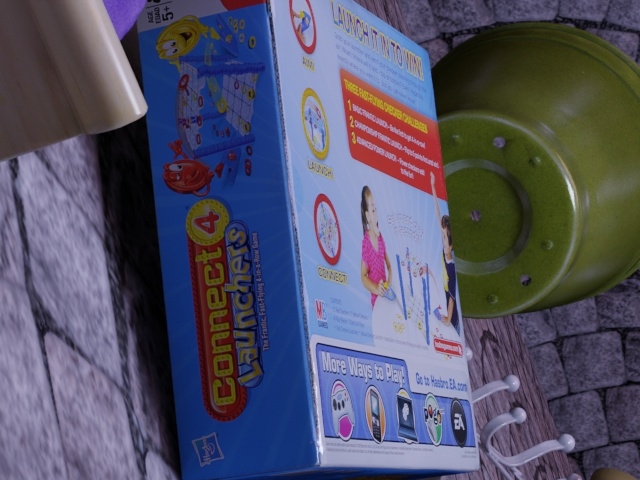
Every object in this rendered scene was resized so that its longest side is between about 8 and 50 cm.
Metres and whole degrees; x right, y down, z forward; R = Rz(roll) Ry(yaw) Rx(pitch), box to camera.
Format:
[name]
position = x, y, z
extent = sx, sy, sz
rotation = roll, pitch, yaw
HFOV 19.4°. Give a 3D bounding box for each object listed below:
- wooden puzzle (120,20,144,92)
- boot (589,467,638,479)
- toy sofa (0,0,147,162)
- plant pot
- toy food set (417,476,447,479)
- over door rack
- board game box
[wooden puzzle]
position = -0.045, -0.126, 1.296
extent = 0.238, 0.044, 0.221
rotation = -67, 142, -48
[boot]
position = 0.257, 0.397, 1.911
extent = 0.269, 0.089, 0.236
rotation = -53, 137, -37
[toy sofa]
position = -0.108, -0.157, 0.852
extent = 0.362, 0.177, 0.150
rotation = -81, 152, -71
[plant pot]
position = 0.224, -0.060, 2.220
extent = 0.366, 0.367, 0.353
rotation = 71, 20, -6
[toy food set]
position = 0.139, 0.350, 1.597
extent = 0.220, 0.092, 0.306
rotation = -44, 116, -80
[over door rack]
position = 0.255, 0.279, 2.141
extent = 0.239, 0.108, 0.324
rotation = 50, -7, 41
[board game box]
position = 0.000, 0.000, 1.178
extent = 0.308, 0.086, 0.301
rotation = 19, 62, -67
